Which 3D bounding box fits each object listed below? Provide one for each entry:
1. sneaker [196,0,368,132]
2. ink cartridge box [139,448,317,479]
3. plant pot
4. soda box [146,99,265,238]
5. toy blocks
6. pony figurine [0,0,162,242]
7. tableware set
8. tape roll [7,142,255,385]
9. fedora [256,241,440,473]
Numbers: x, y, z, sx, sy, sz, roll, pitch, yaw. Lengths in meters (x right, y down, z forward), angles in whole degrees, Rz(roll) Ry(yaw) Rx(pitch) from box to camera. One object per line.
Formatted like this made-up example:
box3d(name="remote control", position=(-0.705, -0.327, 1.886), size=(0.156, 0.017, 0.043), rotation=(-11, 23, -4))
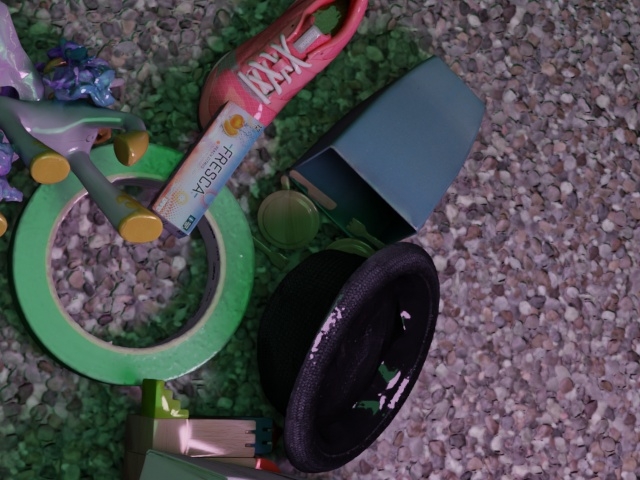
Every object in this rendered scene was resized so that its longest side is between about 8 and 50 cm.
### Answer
box3d(name="sneaker", position=(-0.051, -0.256, 1.961), size=(0.116, 0.136, 0.314), rotation=(45, 75, -8))
box3d(name="ink cartridge box", position=(-0.055, 0.429, 1.742), size=(0.395, 0.166, 0.285), rotation=(20, 83, -42))
box3d(name="plant pot", position=(0.107, -0.133, 1.991), size=(0.165, 0.166, 0.234), rotation=(44, 67, -10))
box3d(name="soda box", position=(-0.151, -0.093, 1.878), size=(0.063, 0.058, 0.183), rotation=(38, 75, -11))
box3d(name="toy blocks", position=(-0.123, 0.374, 1.884), size=(0.261, 0.191, 0.381), rotation=(5, 85, -29))
box3d(name="pony figurine", position=(-0.379, -0.138, 1.755), size=(0.351, 0.363, 0.302), rotation=(0, 123, -22))
box3d(name="tableware set", position=(0.000, 0.000, 1.993), size=(0.194, 0.039, 0.128), rotation=(38, 112, -6))
box3d(name="tape roll", position=(-0.249, 0.032, 1.907), size=(0.321, 0.077, 0.321), rotation=(1, 86, -17))
box3d(name="fedora", position=(0.016, 0.135, 1.913), size=(0.153, 0.334, 0.334), rotation=(29, 73, 32))
